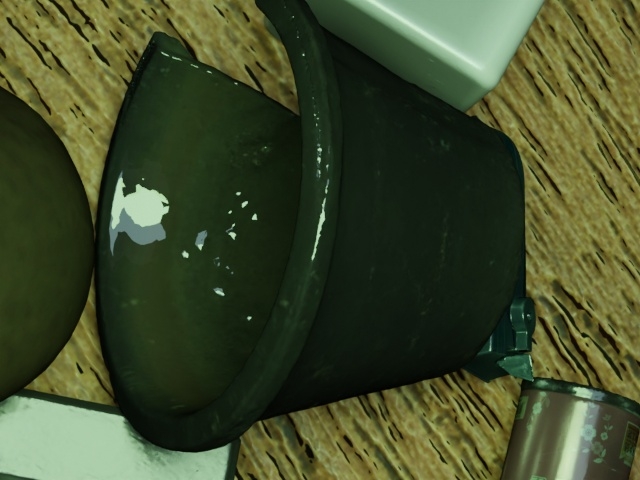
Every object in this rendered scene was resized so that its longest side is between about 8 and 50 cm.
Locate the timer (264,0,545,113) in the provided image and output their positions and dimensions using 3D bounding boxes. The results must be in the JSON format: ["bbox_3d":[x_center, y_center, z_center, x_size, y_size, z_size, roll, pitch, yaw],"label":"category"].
[{"bbox_3d":[0.089,-0.235,1.464,0.194,0.192,0.195,32,76,-5],"label":"timer"}]

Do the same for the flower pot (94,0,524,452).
[{"bbox_3d":[0.000,0.000,1.361,0.251,0.379,0.379,10,78,-32],"label":"flower pot"}]

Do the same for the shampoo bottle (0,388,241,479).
[{"bbox_3d":[-0.194,0.173,1.400,0.246,0.080,0.079,12,77,-9],"label":"shampoo bottle"}]

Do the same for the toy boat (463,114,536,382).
[{"bbox_3d":[0.136,0.005,1.490,0.103,0.093,0.246,-6,72,25],"label":"toy boat"}]

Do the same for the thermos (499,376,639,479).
[{"bbox_3d":[0.173,0.285,1.439,0.136,0.109,0.330,17,78,-9],"label":"thermos"}]

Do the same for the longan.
[{"bbox_3d":[-0.317,0.003,1.304,0.297,0.297,0.297,2,81,-11],"label":"longan"}]
